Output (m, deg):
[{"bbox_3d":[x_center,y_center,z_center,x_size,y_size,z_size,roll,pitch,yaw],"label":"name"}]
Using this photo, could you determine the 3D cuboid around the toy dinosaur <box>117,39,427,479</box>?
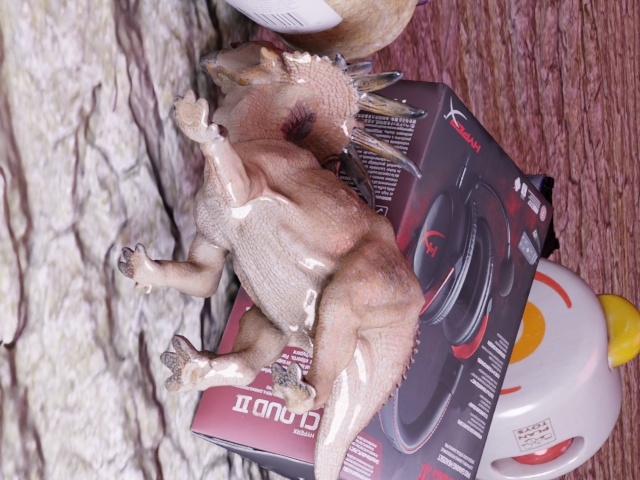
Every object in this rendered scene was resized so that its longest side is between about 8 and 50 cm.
[{"bbox_3d":[0.000,0.000,0.806,0.200,0.127,0.296,-20,85,-44],"label":"toy dinosaur"}]

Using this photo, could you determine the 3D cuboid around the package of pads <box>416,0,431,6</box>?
[{"bbox_3d":[0.096,-0.245,1.261,0.083,0.032,0.050,-39,126,-63],"label":"package of pads"}]

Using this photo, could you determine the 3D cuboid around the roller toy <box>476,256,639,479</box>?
[{"bbox_3d":[0.178,0.115,1.263,0.191,0.209,0.146,-54,143,-24],"label":"roller toy"}]

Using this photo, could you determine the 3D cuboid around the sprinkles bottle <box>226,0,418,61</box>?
[{"bbox_3d":[-0.037,-0.195,0.778,0.355,0.121,0.121,18,75,-72],"label":"sprinkles bottle"}]

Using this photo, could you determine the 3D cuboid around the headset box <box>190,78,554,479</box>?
[{"bbox_3d":[0.043,0.063,0.954,0.218,0.110,0.293,39,66,-53],"label":"headset box"}]

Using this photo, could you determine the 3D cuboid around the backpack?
[{"bbox_3d":[0.212,-0.010,1.494,0.114,0.084,0.105,-58,143,-60],"label":"backpack"}]
